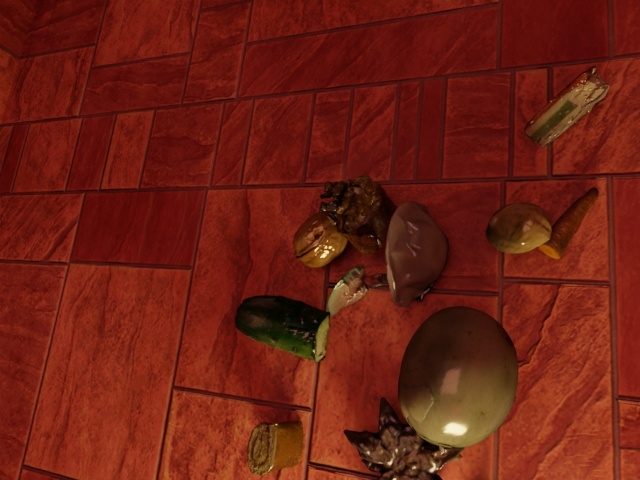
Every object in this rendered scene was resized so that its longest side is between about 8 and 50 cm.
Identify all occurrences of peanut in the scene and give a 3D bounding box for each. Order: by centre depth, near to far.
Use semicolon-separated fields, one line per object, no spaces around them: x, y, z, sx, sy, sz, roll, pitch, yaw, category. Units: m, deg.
0.504;-0.031;1.239;0.159;0.109;0.141;25;92;55;peanut

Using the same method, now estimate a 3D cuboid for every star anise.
0.192;0.552;1.212;0.315;0.108;0.315;-3;77;14;star anise

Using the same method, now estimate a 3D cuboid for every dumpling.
0.253;0.031;1.283;0.163;0.204;0.293;14;71;12;dumpling

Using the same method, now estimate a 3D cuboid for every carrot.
0.636;-0.053;1.234;0.061;0.061;0.210;36;86;26;carrot

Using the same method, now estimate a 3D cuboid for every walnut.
0.000;0.000;1.434;0.180;0.144;0.144;-39;65;0;walnut

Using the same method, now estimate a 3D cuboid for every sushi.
0.110;-0.086;1.368;0.166;0.179;0.296;-18;44;33;sushi

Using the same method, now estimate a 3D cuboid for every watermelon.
0.064;0.149;1.396;0.155;0.101;0.080;-42;70;23;watermelon

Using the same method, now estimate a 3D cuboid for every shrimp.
0.177;0.110;1.387;0.092;0.029;0.038;-14;70;23;shrimp

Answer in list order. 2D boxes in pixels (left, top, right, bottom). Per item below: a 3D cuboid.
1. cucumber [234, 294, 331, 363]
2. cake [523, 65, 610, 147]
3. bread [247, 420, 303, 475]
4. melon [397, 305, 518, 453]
-0.130;0.239;1.430;0.325;0.105;0.145;13;97;28;cucumber
0.648;-0.354;1.276;0.220;0.117;0.086;-38;71;7;cake
-0.118;0.546;1.305;0.103;0.172;0.132;-1;74;22;bread
0.317;0.322;1.135;0.268;0.268;0.330;12;62;25;melon
